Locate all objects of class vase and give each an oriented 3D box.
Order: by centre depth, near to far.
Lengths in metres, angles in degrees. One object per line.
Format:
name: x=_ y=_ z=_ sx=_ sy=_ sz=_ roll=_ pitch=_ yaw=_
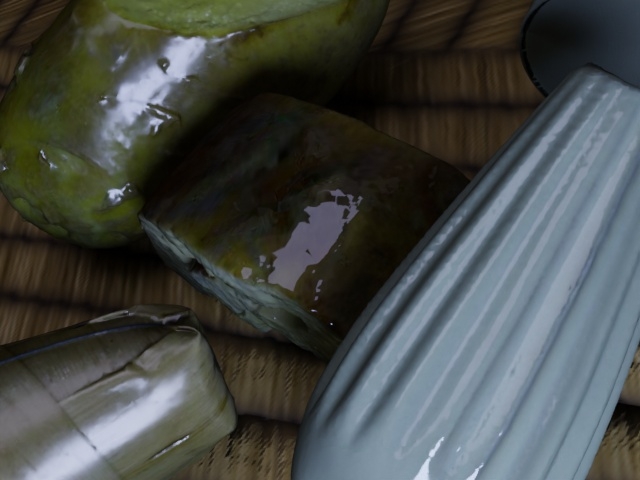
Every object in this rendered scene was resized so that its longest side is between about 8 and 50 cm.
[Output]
vase: x=0.087 y=0.039 z=0.619 sx=0.128 sy=0.128 sz=0.248 roll=29 pitch=88 yaw=45

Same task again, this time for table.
table: x=0.214 y=-0.178 z=0.797 sx=0.126 sy=0.126 sz=0.220 roll=7 pitch=55 yaw=35

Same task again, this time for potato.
potato: x=-0.084 y=-0.115 z=0.871 sx=0.298 sy=0.176 sz=0.141 roll=-39 pitch=65 yaw=-3

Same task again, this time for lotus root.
lotus root: x=0.000 y=0.000 z=0.758 sx=0.235 sy=0.138 sz=0.119 roll=26 pitch=76 yaw=38

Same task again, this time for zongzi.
zongzi: x=-0.183 y=0.095 z=0.792 sx=0.228 sy=0.115 sz=0.256 roll=-35 pitch=31 yaw=-10
